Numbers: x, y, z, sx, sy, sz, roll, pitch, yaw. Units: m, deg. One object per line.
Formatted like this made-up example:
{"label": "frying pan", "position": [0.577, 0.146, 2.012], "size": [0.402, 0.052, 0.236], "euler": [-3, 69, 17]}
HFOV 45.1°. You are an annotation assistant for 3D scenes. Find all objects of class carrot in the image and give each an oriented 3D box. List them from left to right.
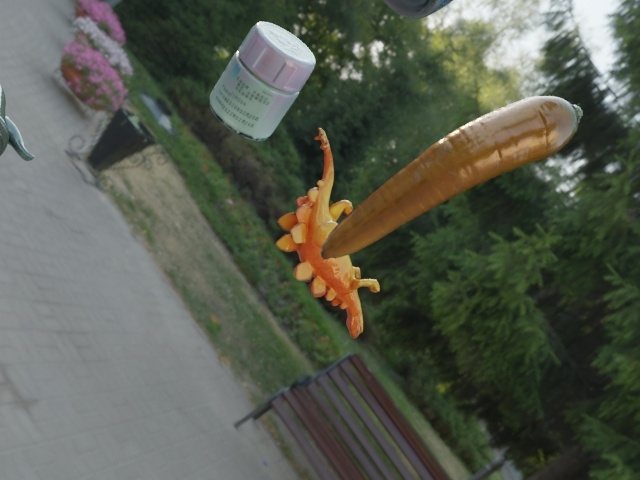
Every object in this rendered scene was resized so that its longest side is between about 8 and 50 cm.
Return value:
{"label": "carrot", "position": [0.113, -0.061, 0.699], "size": [0.062, 0.271, 0.066], "euler": [62, 1, -7]}

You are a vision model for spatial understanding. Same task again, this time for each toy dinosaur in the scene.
{"label": "toy dinosaur", "position": [0.000, 0.000, 1.033], "size": [0.070, 0.117, 0.288], "euler": [12, -62, 68]}

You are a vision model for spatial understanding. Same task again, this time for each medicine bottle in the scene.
{"label": "medicine bottle", "position": [-0.101, -0.277, 1.346], "size": [0.135, 0.168, 0.135], "euler": [29, 30, -18]}

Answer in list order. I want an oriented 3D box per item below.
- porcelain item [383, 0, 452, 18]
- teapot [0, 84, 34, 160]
{"label": "porcelain item", "position": [0.157, -0.416, 1.143], "size": [0.147, 0.114, 0.147], "euler": [39, -30, 28]}
{"label": "teapot", "position": [-0.586, -0.179, 1.245], "size": [0.239, 0.162, 0.149], "euler": [12, 36, -49]}
